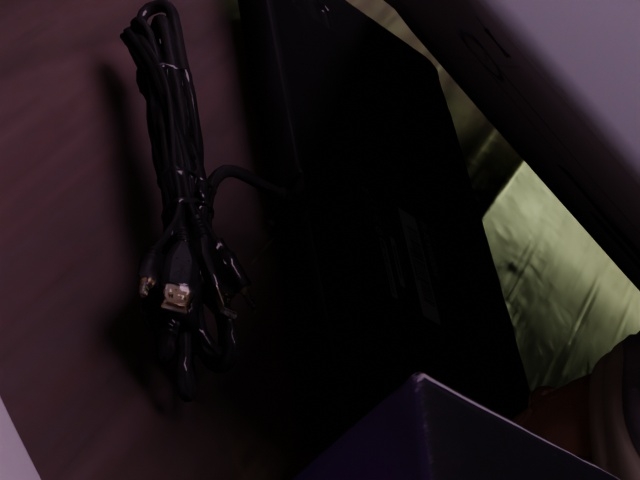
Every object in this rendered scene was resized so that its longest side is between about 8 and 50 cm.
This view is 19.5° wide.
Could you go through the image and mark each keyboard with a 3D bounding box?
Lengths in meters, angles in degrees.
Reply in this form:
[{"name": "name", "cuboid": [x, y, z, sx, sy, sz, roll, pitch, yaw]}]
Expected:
[{"name": "keyboard", "cuboid": [0.000, 0.000, 0.679, 0.201, 0.033, 0.317, 31, 32, -35]}]

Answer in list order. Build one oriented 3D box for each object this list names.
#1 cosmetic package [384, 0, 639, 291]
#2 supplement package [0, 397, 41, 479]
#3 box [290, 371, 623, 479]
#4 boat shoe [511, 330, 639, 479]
[{"name": "cosmetic package", "cuboid": [0.154, -0.014, 0.657, 0.284, 0.097, 0.377, 50, 4, -5]}, {"name": "supplement package", "cuboid": [-0.110, 0.070, 0.263, 0.105, 0.105, 0.179, 60, 10, 18]}, {"name": "box", "cuboid": [0.003, 0.183, 0.313, 0.103, 0.184, 0.261, 28, 35, -25]}, {"name": "boat shoe", "cuboid": [0.084, 0.178, 0.491, 0.123, 0.116, 0.324, 42, 36, -37]}]
